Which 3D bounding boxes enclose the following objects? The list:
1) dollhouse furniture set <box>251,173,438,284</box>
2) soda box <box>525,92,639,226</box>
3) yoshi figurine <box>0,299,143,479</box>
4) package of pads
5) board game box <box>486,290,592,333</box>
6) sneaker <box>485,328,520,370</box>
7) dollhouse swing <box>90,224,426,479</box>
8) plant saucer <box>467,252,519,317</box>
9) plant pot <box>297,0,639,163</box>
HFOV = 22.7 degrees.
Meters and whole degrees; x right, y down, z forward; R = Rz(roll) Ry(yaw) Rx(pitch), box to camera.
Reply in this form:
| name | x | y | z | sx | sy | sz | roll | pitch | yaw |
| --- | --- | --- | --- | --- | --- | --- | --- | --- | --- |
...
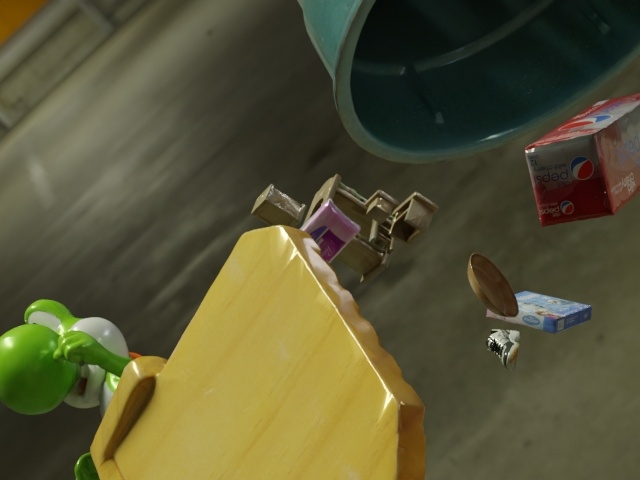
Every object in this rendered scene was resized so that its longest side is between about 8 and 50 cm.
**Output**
| name | x | y | z | sx | sy | sz | roll | pitch | yaw |
| --- | --- | --- | --- | --- | --- | --- | --- | --- | --- |
| dollhouse furniture set | 0.037 | -0.059 | 2.044 | 0.161 | 0.182 | 0.101 | -42 | 20 | 48 |
| soda box | 0.311 | -0.093 | 1.745 | 0.083 | 0.092 | 0.263 | -9 | 10 | 30 |
| yoshi figurine | -0.266 | 0.201 | 1.933 | 0.203 | 0.362 | 0.203 | -56 | -28 | -5 |
| package of pads | 0.000 | 0.000 | 1.751 | 0.083 | 0.050 | 0.032 | -47 | 7 | 8 |
| board game box | 0.253 | 0.082 | 1.838 | 0.090 | 0.020 | 0.090 | 12 | 14 | 34 |
| sneaker | 0.197 | 0.119 | 1.733 | 0.083 | 0.037 | 0.032 | -64 | -15 | -76 |
| dollhouse swing | 0.014 | 0.213 | 1.305 | 0.305 | 0.315 | 0.347 | -47 | 43 | 12 |
| plant saucer | 0.184 | 0.052 | 1.734 | 0.015 | 0.083 | 0.083 | -36 | 15 | 24 |
| plant pot | 0.078 | -0.293 | 1.219 | 0.341 | 0.334 | 0.341 | -26 | -30 | -16 |
